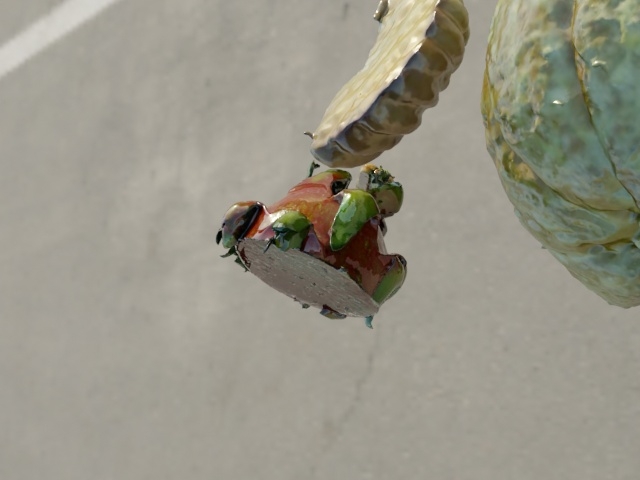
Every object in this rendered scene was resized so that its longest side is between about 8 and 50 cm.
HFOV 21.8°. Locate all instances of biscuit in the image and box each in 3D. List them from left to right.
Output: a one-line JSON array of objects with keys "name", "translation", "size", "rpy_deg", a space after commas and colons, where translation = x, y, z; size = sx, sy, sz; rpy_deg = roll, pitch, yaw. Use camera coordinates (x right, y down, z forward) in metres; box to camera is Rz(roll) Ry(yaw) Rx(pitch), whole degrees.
[{"name": "biscuit", "translation": [0.067, -0.131, 1.317], "size": [0.118, 0.061, 0.183], "rpy_deg": [-6, 48, 60]}]

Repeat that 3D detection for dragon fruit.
[{"name": "dragon fruit", "translation": [0.000, 0.000, 1.214], "size": [0.142, 0.138, 0.175], "rpy_deg": [-51, 6, 45]}]

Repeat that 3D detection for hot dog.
[{"name": "hot dog", "translation": [0.044, -0.041, 1.370], "size": [0.021, 0.037, 0.083], "rpy_deg": [-48, -7, -24]}]

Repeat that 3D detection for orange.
[{"name": "orange", "translation": [0.229, -0.125, 1.221], "size": [0.271, 0.210, 0.368], "rpy_deg": [-55, -19, -25]}]
